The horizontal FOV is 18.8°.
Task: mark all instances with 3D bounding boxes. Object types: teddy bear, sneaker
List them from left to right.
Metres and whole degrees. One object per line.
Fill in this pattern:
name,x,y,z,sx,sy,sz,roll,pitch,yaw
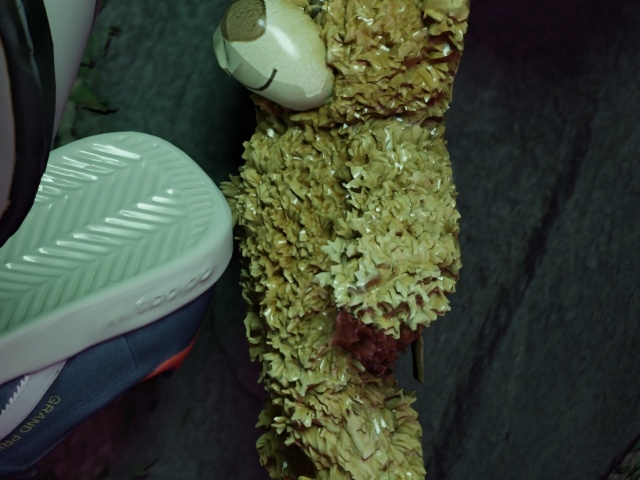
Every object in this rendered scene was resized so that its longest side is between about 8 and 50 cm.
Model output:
sneaker,-0.203,0.069,0.903,0.350,0.131,0.148,-16,144,-24
teddy bear,0.000,0.000,0.945,0.113,0.245,0.338,1,127,-7

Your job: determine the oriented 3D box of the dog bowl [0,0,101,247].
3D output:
dog bowl,-0.216,-0.167,0.503,0.150,0.408,0.408,-60,147,-27
